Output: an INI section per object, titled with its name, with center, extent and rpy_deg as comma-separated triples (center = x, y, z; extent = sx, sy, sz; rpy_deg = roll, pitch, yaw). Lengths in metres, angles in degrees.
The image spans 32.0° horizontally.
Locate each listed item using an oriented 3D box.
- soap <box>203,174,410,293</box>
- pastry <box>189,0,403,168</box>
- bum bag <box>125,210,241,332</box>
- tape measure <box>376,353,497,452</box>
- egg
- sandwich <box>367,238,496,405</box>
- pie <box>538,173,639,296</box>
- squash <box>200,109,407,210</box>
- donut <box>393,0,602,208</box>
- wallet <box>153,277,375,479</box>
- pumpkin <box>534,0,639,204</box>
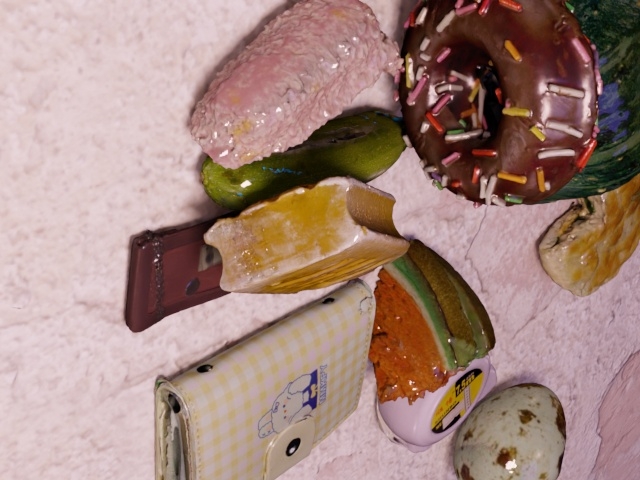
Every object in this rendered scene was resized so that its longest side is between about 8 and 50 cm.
[soap]
center = 0.000, 0.000, 1.186
extent = 0.160, 0.080, 0.257
rpy_deg = -21, 171, 15
[pastry]
center = -0.014, -0.173, 1.115
extent = 0.265, 0.103, 0.112
rpy_deg = -38, 157, -35
[bum bag]
center = -0.141, 0.027, 1.180
extent = 0.159, 0.026, 0.109
rpy_deg = -20, 129, -47
[tape measure]
center = 0.161, 0.196, 1.585
extent = 0.196, 0.105, 0.178
rpy_deg = -39, 146, -23
[egg]
center = 0.308, 0.325, 1.786
extent = 0.231, 0.169, 0.169
rpy_deg = -53, 145, -31
[sandwich]
center = 0.124, 0.108, 1.464
extent = 0.160, 0.184, 0.109
rpy_deg = -35, 166, 27
[pie]
center = 0.462, -0.064, 1.767
extent = 0.337, 0.075, 0.337
rpy_deg = -29, 134, -35
[squash]
center = 0.007, -0.090, 1.216
extent = 0.331, 0.087, 0.087
rpy_deg = -19, 128, -44
[donut]
center = 0.178, -0.157, 1.179
extent = 0.103, 0.270, 0.269
rpy_deg = -17, 127, -31
[wallet]
center = -0.060, 0.196, 1.354
extent = 0.310, 0.077, 0.223
rpy_deg = -25, 128, -38
[pumpkin]
center = 0.307, -0.194, 1.307
extent = 0.263, 0.197, 0.293
rpy_deg = -33, 109, -26
